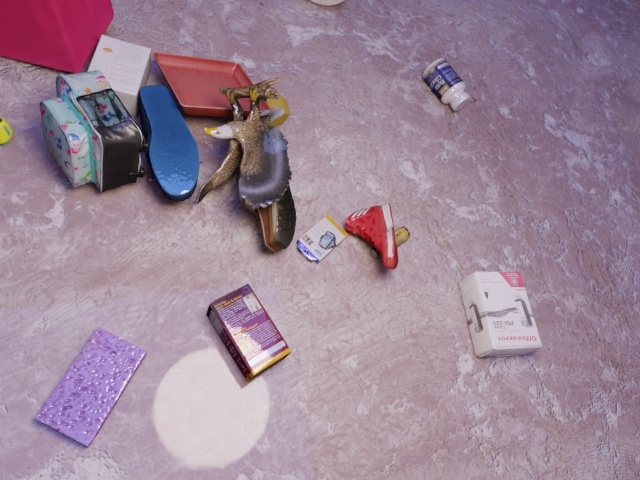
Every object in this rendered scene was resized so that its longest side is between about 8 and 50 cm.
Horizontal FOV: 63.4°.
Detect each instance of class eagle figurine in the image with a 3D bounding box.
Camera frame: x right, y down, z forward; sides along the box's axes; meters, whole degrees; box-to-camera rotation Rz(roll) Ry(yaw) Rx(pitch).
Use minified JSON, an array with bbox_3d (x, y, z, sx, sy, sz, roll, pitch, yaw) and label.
[{"bbox_3d":[-0.191,-0.229,1.265,0.225,0.226,0.298,-1,95,-14],"label":"eagle figurine"}]

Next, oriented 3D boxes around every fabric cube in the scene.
[{"bbox_3d":[-0.703,-0.621,1.284,0.254,0.258,0.259,12,60,-1],"label":"fabric cube"}]

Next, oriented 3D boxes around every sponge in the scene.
[{"bbox_3d":[-0.462,0.294,1.057,0.117,0.031,0.210,28,59,-4],"label":"sponge"}]

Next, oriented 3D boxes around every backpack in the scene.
[{"bbox_3d":[-0.534,-0.260,1.203,0.191,0.225,0.253,-18,66,-31],"label":"backpack"}]

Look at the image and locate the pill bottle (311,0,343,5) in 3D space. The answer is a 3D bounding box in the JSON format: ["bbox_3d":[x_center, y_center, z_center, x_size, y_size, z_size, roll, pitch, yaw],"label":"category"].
[{"bbox_3d":[0.036,-1.013,1.799,0.204,0.204,0.361,15,61,-12],"label":"pill bottle"}]

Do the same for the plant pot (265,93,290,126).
[{"bbox_3d":[-0.137,-0.375,1.487,0.083,0.081,0.081,2,63,-35],"label":"plant pot"}]

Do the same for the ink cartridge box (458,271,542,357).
[{"bbox_3d":[0.484,0.199,1.406,0.159,0.092,0.217,2,66,-19],"label":"ink cartridge box"}]

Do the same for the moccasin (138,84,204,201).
[{"bbox_3d":[-0.377,-0.236,1.310,0.138,0.117,0.342,-5,63,-22],"label":"moccasin"}]

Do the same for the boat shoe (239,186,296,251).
[{"bbox_3d":[-0.142,-0.117,1.340,0.120,0.122,0.324,-15,59,15],"label":"boat shoe"}]

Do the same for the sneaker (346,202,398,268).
[{"bbox_3d":[0.135,-0.004,1.376,0.128,0.087,0.221,-8,41,9],"label":"sneaker"}]

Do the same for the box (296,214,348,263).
[{"bbox_3d":[0.000,0.000,1.373,0.081,0.028,0.136,45,61,6],"label":"box"}]

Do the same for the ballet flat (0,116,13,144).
[{"bbox_3d":[-0.830,-0.301,1.202,0.231,0.077,0.077,25,59,-6],"label":"ballet flat"}]

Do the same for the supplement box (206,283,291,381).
[{"bbox_3d":[-0.165,0.208,1.176,0.104,0.081,0.188,-28,76,-28],"label":"supplement box"}]

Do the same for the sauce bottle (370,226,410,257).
[{"bbox_3d":[0.192,0.006,1.430,0.128,0.042,0.042,-34,79,-26],"label":"sauce bottle"}]

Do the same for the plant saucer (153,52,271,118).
[{"bbox_3d":[-0.298,-0.413,1.412,0.259,0.047,0.258,-6,49,-35],"label":"plant saucer"}]

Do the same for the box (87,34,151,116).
[{"bbox_3d":[-0.531,-0.434,1.368,0.130,0.091,0.170,12,61,-13],"label":"box"}]

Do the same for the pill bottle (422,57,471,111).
[{"bbox_3d":[0.430,-0.523,1.752,0.094,0.094,0.169,-27,75,-29],"label":"pill bottle"}]
